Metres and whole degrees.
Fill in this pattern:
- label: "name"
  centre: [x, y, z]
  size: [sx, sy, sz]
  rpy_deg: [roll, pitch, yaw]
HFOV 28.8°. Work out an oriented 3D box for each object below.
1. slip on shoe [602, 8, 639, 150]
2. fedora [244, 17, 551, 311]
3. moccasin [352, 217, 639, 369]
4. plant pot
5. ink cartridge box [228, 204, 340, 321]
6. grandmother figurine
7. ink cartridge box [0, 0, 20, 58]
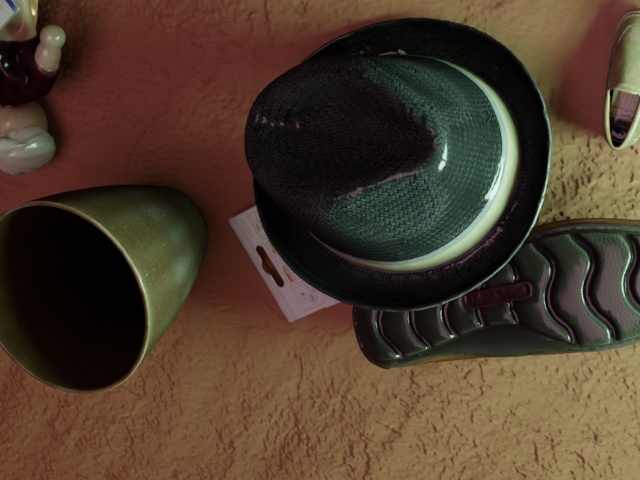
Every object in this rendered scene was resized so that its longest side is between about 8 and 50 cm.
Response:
- label: "slip on shoe"
  centre: [0.295, -0.151, 1.193]
  size: [0.051, 0.041, 0.135]
  rpy_deg: [17, 116, 18]
- label: "fedora"
  centre: [0.046, -0.086, 1.209]
  size: [0.334, 0.152, 0.334]
  rpy_deg: [-5, 80, 31]
- label: "moccasin"
  centre: [0.220, 0.059, 1.264]
  size: [0.380, 0.147, 0.139]
  rpy_deg: [-20, 86, 33]
- label: "plant pot"
  centre: [-0.224, 0.025, 1.389]
  size: [0.215, 0.230, 0.215]
  rpy_deg: [9, 113, 22]
- label: "ink cartridge box"
  centre: [0.000, 0.000, 1.396]
  size: [0.179, 0.045, 0.145]
  rpy_deg: [-26, 98, 42]
- label: "grandmother figurine"
  centre: [-0.359, -0.236, 1.436]
  size: [0.208, 0.104, 0.342]
  rpy_deg: [26, 125, 45]
- label: "ink cartridge box"
  centre: [-0.485, -0.208, 1.402]
  size: [0.371, 0.069, 0.176]
  rpy_deg: [-39, 85, 27]
